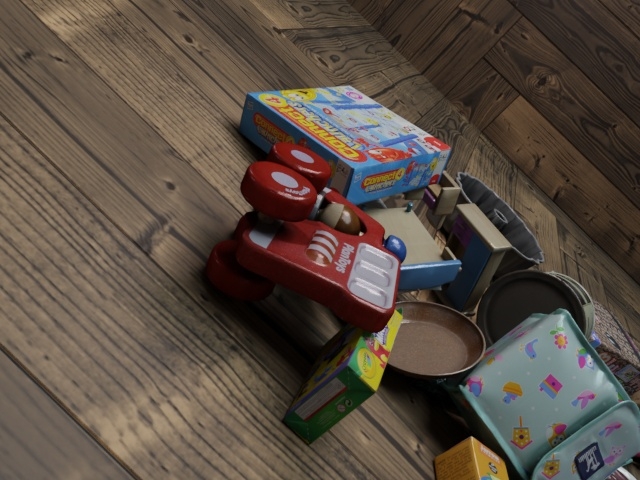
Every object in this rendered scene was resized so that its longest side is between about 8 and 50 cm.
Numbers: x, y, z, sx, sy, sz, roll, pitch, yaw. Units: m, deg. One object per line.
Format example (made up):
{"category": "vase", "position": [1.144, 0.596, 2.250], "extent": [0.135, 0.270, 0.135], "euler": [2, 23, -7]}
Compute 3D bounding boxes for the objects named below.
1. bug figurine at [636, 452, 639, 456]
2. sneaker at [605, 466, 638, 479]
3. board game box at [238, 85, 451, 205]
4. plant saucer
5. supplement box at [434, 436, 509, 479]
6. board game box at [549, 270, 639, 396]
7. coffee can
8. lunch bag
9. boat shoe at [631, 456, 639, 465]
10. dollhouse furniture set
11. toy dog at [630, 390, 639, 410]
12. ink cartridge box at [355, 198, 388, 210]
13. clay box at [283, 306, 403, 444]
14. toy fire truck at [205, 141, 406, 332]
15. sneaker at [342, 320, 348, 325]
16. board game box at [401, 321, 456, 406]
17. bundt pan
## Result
{"category": "bug figurine", "position": [0.757, 0.507, 1.352], "extent": [0.216, 0.072, 0.279], "euler": [10, 66, -33]}
{"category": "sneaker", "position": [0.394, 0.398, 1.032], "extent": [0.281, 0.106, 0.162], "euler": [33, 47, 11]}
{"category": "board game box", "position": [0.050, -0.202, 1.247], "extent": [0.302, 0.086, 0.308], "euler": [-18, 46, -44]}
{"category": "plant saucer", "position": [0.168, 0.168, 1.023], "extent": [0.199, 0.036, 0.198], "euler": [3, 29, -2]}
{"category": "supplement box", "position": [0.213, 0.380, 0.820], "extent": [0.078, 0.080, 0.233], "euler": [38, 24, -19]}
{"category": "board game box", "position": [0.661, 0.251, 1.570], "extent": [0.291, 0.141, 0.232], "euler": [28, 30, -30]}
{"category": "coffee can", "position": [0.460, 0.164, 1.306], "extent": [0.201, 0.201, 0.275], "euler": [54, 20, 20]}
{"category": "lunch bag", "position": [0.356, 0.275, 0.974], "extent": [0.262, 0.223, 0.160], "euler": [56, -10, 7]}
{"category": "boat shoe", "position": [0.728, 0.493, 1.415], "extent": [0.153, 0.056, 0.048], "euler": [30, 39, -24]}
{"category": "dollhouse furniture set", "position": [0.168, 0.023, 1.259], "extent": [0.303, 0.198, 0.286], "euler": [-5, 43, -26]}
{"category": "toy dog", "position": [0.989, 0.415, 1.774], "extent": [0.220, 0.161, 0.333], "euler": [37, 27, -15]}
{"category": "ink cartridge box", "position": [0.049, -0.110, 1.339], "extent": [0.181, 0.056, 0.224], "euler": [13, 35, -46]}
{"category": "clay box", "position": [0.039, 0.159, 0.837], "extent": [0.053, 0.127, 0.222], "euler": [43, 26, -3]}
{"category": "toy fire truck", "position": [0.000, 0.000, 0.893], "extent": [0.254, 0.169, 0.302], "euler": [27, 24, 0]}
{"category": "sneaker", "position": [0.052, 0.096, 1.022], "extent": [0.059, 0.053, 0.144], "euler": [-9, 60, -42]}
{"category": "board game box", "position": [0.216, 0.230, 1.099], "extent": [0.186, 0.026, 0.126], "euler": [30, 30, -27]}
{"category": "bundt pan", "position": [0.446, -0.029, 1.694], "extent": [0.331, 0.124, 0.331], "euler": [34, 29, -21]}
